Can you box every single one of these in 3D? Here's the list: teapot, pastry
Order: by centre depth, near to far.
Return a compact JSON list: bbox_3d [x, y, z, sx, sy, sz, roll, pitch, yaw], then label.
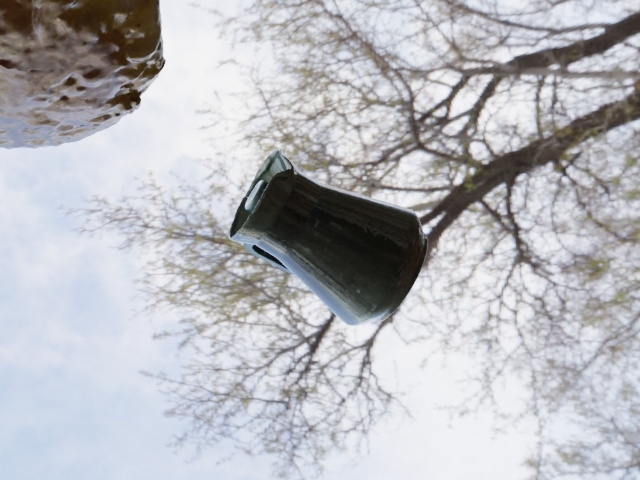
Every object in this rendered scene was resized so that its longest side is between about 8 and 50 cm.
[{"bbox_3d":[-0.296,-0.197,0.812,0.330,0.329,0.136,-1,-120,-32],"label":"pastry"},{"bbox_3d":[0.000,0.000,1.081,0.225,0.203,0.171,30,-123,-13],"label":"teapot"}]
